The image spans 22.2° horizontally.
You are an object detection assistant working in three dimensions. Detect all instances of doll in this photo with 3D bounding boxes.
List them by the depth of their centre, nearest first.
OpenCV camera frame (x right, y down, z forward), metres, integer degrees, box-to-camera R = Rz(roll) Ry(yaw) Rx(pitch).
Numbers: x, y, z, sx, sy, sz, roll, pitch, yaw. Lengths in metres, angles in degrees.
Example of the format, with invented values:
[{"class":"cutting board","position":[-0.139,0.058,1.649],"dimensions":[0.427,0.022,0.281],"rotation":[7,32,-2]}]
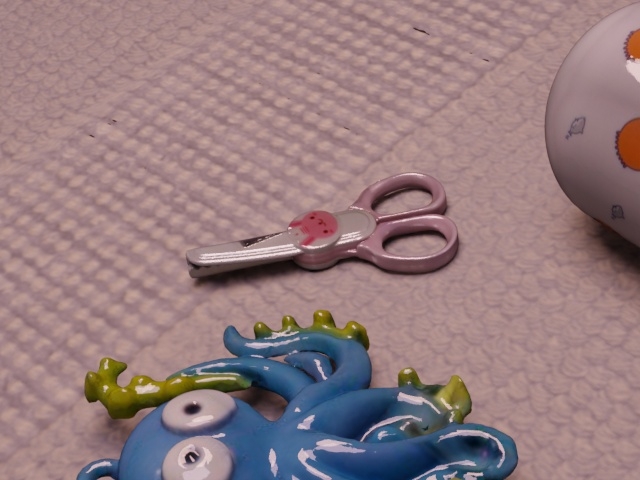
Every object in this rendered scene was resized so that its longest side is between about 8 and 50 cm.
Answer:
[{"class":"doll","position":[-0.023,0.175,1.228],"dimensions":[0.341,0.099,0.346],"rotation":[-10,45,6]}]

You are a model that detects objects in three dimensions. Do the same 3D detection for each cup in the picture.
[{"class":"cup","position":[0.342,-0.064,1.306],"dimensions":[0.212,0.212,0.317],"rotation":[-34,46,-21]}]

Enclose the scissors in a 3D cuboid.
[{"class":"scissors","position":[0.000,0.000,1.456],"dimensions":[0.242,0.030,0.118],"rotation":[-11,43,-4]}]
